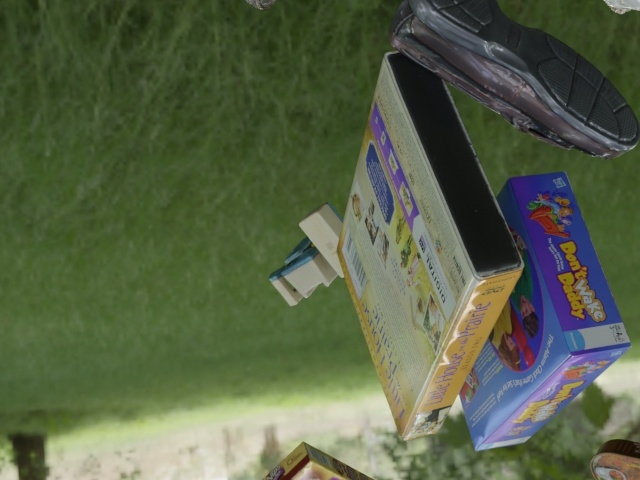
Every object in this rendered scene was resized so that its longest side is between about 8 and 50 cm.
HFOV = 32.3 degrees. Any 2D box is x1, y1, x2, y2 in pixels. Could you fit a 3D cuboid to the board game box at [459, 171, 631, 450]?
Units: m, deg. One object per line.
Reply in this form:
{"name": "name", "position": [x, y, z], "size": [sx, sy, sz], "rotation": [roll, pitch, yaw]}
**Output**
{"name": "board game box", "position": [0.252, 0.102, 1.412], "size": [0.078, 0.233, 0.347], "rotation": [-7, 154, -16]}

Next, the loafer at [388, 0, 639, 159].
{"name": "loafer", "position": [0.213, -0.181, 1.227], "size": [0.302, 0.109, 0.095], "rotation": [34, 139, -7]}

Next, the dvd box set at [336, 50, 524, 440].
{"name": "dvd box set", "position": [0.114, 0.021, 1.340], "size": [0.062, 0.307, 0.420], "rotation": [-10, 149, -14]}

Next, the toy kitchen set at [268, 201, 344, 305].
{"name": "toy kitchen set", "position": [0.000, 0.000, 1.964], "size": [0.207, 0.122, 0.166], "rotation": [-31, -169, 40]}

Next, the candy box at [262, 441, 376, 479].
{"name": "candy box", "position": [0.005, 0.418, 1.839], "size": [0.187, 0.053, 0.109], "rotation": [34, 108, -35]}

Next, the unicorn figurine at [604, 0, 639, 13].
{"name": "unicorn figurine", "position": [0.355, -0.287, 1.257], "size": [0.162, 0.060, 0.111], "rotation": [36, -176, 39]}

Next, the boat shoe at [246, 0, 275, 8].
{"name": "boat shoe", "position": [-0.025, -0.550, 1.988], "size": [0.132, 0.130, 0.355], "rotation": [-32, 162, -53]}

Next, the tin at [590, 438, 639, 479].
{"name": "tin", "position": [0.471, 0.333, 1.544], "size": [0.190, 0.106, 0.040], "rotation": [6, -143, 42]}
